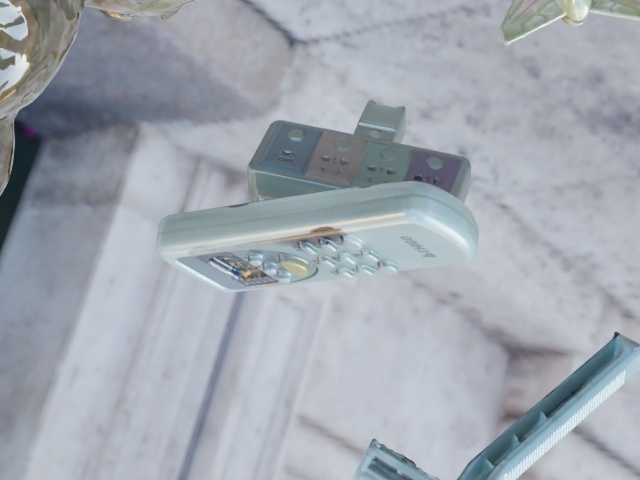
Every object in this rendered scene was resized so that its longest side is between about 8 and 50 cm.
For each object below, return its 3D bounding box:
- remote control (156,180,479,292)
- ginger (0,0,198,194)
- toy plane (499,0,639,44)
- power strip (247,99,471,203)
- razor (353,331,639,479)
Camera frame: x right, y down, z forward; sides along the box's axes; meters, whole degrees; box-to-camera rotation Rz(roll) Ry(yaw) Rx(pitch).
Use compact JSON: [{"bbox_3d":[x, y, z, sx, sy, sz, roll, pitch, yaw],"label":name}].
[{"bbox_3d":[0.000,0.000,1.562,0.296,0.056,0.140,-7,159,28],"label":"remote control"},{"bbox_3d":[-0.173,-0.152,0.860,0.155,0.304,0.244,31,165,35],"label":"ginger"},{"bbox_3d":[0.149,-0.242,1.138,0.229,0.244,0.092,-8,150,-7],"label":"toy plane"},{"bbox_3d":[0.048,-0.078,1.697,0.216,0.145,0.061,13,137,13],"label":"power strip"},{"bbox_3d":[0.155,0.145,1.243,0.111,0.278,0.056,28,128,33],"label":"razor"}]
